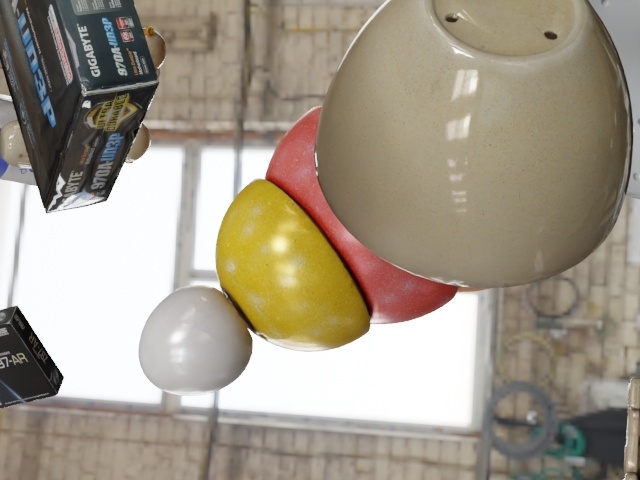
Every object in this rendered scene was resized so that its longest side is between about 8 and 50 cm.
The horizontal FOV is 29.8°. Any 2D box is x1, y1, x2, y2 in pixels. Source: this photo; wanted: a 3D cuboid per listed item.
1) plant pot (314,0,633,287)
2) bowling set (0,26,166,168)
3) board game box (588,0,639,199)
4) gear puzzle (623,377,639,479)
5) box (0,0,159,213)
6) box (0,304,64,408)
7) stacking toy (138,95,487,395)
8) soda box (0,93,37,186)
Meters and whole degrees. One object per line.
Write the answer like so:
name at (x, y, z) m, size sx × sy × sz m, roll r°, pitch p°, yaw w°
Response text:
plant pot at (0.140, -0.128, 1.018) m, size 0.191 × 0.284 × 0.284 m, roll 95°, pitch -173°, yaw -54°
bowling set at (-0.245, -0.228, 1.198) m, size 0.287 × 0.154 × 0.200 m, roll 113°, pitch 143°, yaw -45°
board game box at (0.549, -0.229, 1.781) m, size 0.050 × 0.390 × 0.390 m, roll 149°, pitch 132°, yaw -73°
gear puzzle at (0.277, 0.266, 0.992) m, size 0.339 × 0.044 × 0.175 m, roll 69°, pitch -152°, yaw -51°
box at (-0.178, -0.152, 0.804) m, size 0.175 × 0.051 × 0.220 m, roll -48°, pitch 58°, yaw 60°
box at (-0.222, 0.081, 0.795) m, size 0.018 × 0.083 × 0.067 m, roll -82°, pitch -27°, yaw -54°
stacking toy at (0.000, 0.000, 1.327) m, size 0.350 × 0.480 × 0.350 m, roll 52°, pitch 167°, yaw 18°
soda box at (-0.397, -0.125, 1.348) m, size 0.098 × 0.286 × 0.091 m, roll 26°, pitch 104°, yaw 59°
